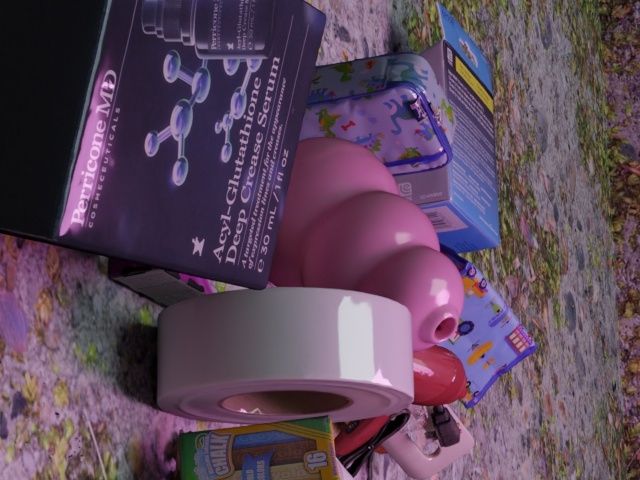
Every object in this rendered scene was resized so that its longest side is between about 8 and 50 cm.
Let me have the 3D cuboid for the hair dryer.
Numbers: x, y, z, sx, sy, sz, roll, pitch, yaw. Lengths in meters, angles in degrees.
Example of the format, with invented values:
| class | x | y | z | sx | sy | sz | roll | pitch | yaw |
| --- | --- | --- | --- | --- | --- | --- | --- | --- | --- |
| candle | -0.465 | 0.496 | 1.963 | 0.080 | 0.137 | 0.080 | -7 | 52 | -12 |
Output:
| class | x | y | z | sx | sy | sz | roll | pitch | yaw |
| --- | --- | --- | --- | --- | --- | --- | --- | --- | --- |
| hair dryer | 0.089 | 0.220 | 2.060 | 0.080 | 0.223 | 0.294 | 47 | -23 | 42 |

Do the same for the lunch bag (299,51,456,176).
| class | x | y | z | sx | sy | sz | roll | pitch | yaw |
| --- | --- | --- | --- | --- | --- | --- | --- | --- | --- |
| lunch bag | 0.068 | -0.159 | 2.185 | 0.176 | 0.219 | 0.090 | 60 | 32 | -42 |

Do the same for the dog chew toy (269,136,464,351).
| class | x | y | z | sx | sy | sz | roll | pitch | yaw |
| --- | --- | --- | --- | --- | --- | --- | --- | --- | --- |
| dog chew toy | 0.050 | 0.015 | 1.960 | 0.206 | 0.332 | 0.207 | -24 | 135 | -26 |

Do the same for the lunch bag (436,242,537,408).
| class | x | y | z | sx | sy | sz | roll | pitch | yaw |
| --- | --- | --- | --- | --- | --- | --- | --- | --- | --- |
| lunch bag | 0.136 | 0.059 | 2.260 | 0.221 | 0.138 | 0.293 | 48 | 0 | -42 |

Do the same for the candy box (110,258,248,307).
| class | x | y | z | sx | sy | sz | roll | pitch | yaw |
| --- | --- | --- | --- | --- | --- | --- | --- | --- | --- |
| candy box | -0.147 | -0.004 | 1.823 | 0.233 | 0.071 | 0.159 | 35 | 50 | -60 |

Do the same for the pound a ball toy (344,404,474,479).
| class | x | y | z | sx | sy | sz | roll | pitch | yaw |
| --- | --- | --- | --- | --- | --- | --- | --- | --- | --- |
| pound a ball toy | 0.084 | 0.199 | 2.262 | 0.319 | 0.135 | 0.208 | 52 | 6 | -45 |

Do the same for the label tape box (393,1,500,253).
| class | x | y | z | sx | sy | sz | roll | pitch | yaw |
| --- | --- | --- | --- | --- | --- | --- | --- | --- | --- |
| label tape box | 0.201 | -0.179 | 2.644 | 0.249 | 0.115 | 0.348 | 36 | 48 | -60 |

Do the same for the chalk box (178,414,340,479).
| class | x | y | z | sx | sy | sz | roll | pitch | yaw |
| --- | --- | --- | --- | --- | --- | --- | --- | --- | --- |
| chalk box | -0.084 | 0.285 | 1.706 | 0.132 | 0.213 | 0.132 | -98 | -176 | -48 |

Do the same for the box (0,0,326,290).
| class | x | y | z | sx | sy | sz | roll | pitch | yaw |
| --- | --- | --- | --- | --- | --- | --- | --- | --- | --- |
| box | -0.191 | -0.132 | 1.494 | 0.395 | 0.212 | 0.294 | 16 | 86 | -64 |

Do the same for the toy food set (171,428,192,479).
| class | x | y | z | sx | sy | sz | roll | pitch | yaw |
| --- | --- | --- | --- | --- | --- | --- | --- | --- | --- |
| toy food set | -0.146 | 0.258 | 1.808 | 0.122 | 0.019 | 0.078 | 57 | 33 | -59 |

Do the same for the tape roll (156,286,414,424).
| class | x | y | z | sx | sy | sz | roll | pitch | yaw |
| --- | --- | --- | --- | --- | --- | --- | --- | --- | --- |
| tape roll | -0.037 | 0.132 | 1.761 | 0.286 | 0.286 | 0.100 | 32 | 53 | -61 |

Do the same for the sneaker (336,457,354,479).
| class | x | y | z | sx | sy | sz | roll | pitch | yaw |
| --- | --- | --- | --- | --- | --- | --- | --- | --- | --- |
| sneaker | -0.058 | 0.330 | 1.893 | 0.146 | 0.122 | 0.330 | 62 | 26 | -1 |
